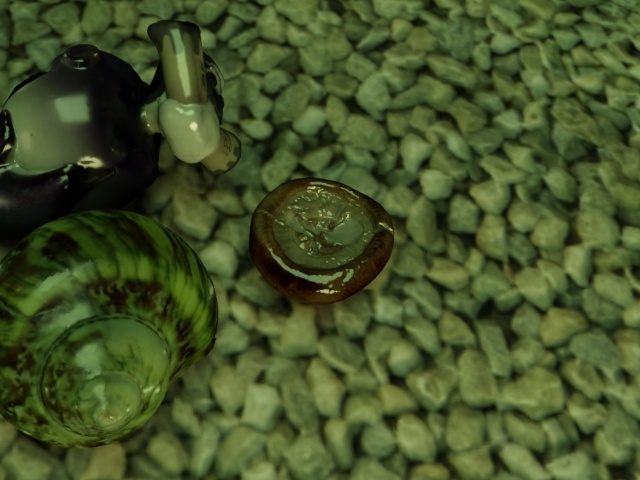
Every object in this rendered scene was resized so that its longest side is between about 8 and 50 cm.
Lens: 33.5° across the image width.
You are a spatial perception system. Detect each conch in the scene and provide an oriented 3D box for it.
[{"bbox_3d":[-0.153,0.061,0.766,0.187,0.124,0.182,-5,61,-20],"label":"conch"}]

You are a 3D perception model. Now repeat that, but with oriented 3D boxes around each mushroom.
[{"bbox_3d":[0.000,0.000,0.866,0.123,0.052,0.123,6,50,-7],"label":"mushroom"}]

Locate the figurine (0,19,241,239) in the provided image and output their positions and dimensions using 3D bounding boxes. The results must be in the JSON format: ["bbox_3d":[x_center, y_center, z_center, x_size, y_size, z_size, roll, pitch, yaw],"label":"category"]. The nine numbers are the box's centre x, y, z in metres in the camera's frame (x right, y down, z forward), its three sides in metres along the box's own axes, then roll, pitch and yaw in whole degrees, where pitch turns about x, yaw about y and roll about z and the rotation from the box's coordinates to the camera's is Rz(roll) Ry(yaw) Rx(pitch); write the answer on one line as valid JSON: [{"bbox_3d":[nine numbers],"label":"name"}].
[{"bbox_3d":[-0.180,-0.073,0.845,0.222,0.145,0.145,-16,59,8],"label":"figurine"}]
